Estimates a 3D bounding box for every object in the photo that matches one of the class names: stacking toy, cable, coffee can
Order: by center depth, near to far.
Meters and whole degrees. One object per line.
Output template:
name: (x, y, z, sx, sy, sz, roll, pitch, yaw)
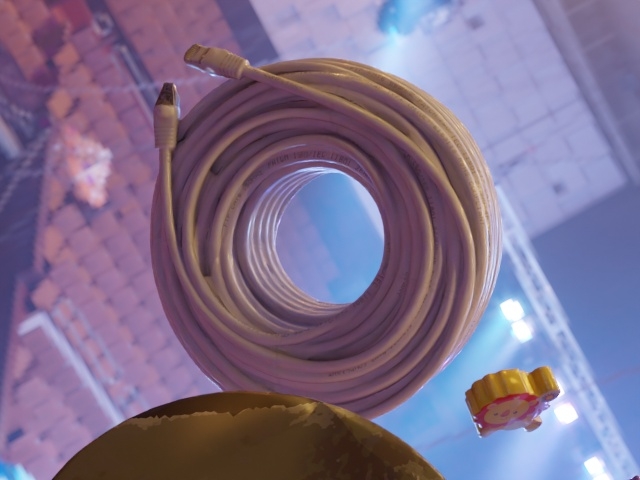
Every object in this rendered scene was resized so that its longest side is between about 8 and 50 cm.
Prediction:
coffee can: (-0.040, 0.226, 0.674, 0.201, 0.202, 0.275, 60, -24, 31)
stacking toy: (0.205, 0.141, 0.814, 0.052, 0.221, 0.167, 113, -35, -47)
cable: (0.000, 0.000, 1.040, 0.089, 0.257, 0.257, -8, 108, -69)
